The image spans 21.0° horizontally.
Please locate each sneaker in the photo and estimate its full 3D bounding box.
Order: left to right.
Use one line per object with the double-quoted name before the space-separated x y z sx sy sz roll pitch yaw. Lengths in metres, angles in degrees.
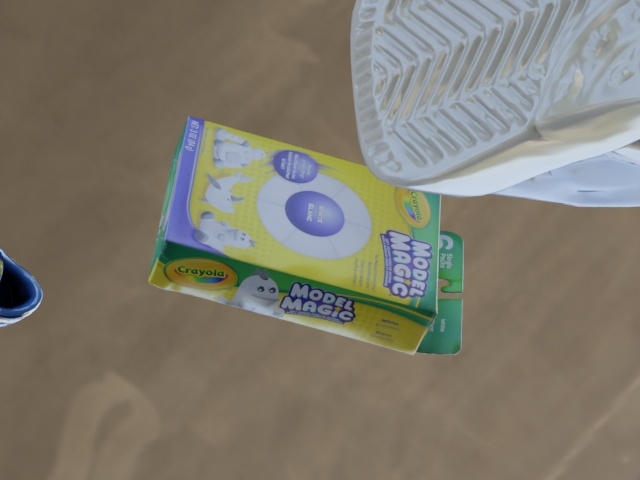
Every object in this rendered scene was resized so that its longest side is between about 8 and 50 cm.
"sneaker" -0.235 0.012 1.087 0.144 0.059 0.053 33 -118 -44
"sneaker" 0.167 -0.084 0.588 0.148 0.350 0.131 2 -94 -38

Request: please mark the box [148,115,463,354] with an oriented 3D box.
"box" 0.000 0.000 0.971 0.179 0.105 0.043 16 -46 -11
